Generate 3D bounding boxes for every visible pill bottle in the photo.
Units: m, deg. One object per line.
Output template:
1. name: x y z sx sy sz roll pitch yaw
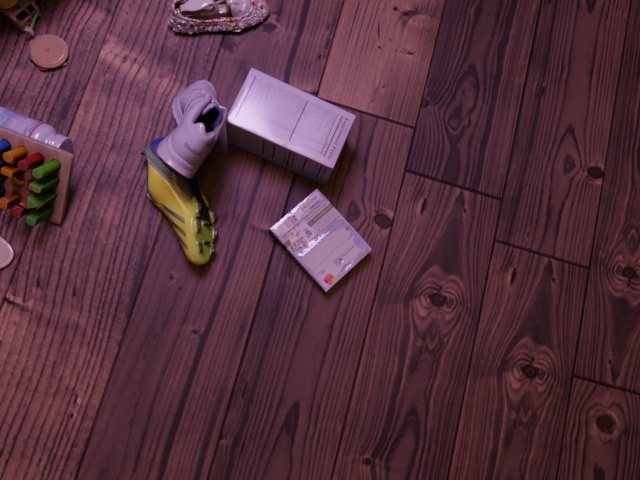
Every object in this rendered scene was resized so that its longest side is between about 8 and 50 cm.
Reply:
1. pill bottle: -0.609 -0.212 1.065 0.160 0.087 0.087 22 78 -5

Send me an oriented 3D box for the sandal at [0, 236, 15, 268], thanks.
1. sandal: -0.741 -0.011 1.015 0.240 0.079 0.088 28 78 -3

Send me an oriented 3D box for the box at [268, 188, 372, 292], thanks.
1. box: 0.000 0.000 1.145 0.145 0.038 0.186 -42 88 -12

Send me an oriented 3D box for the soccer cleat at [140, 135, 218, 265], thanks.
1. soccer cleat: -0.306 -0.080 1.100 0.121 0.093 0.288 -17 86 14

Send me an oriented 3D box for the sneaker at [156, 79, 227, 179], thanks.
1. sneaker: -0.239 -0.250 1.057 0.111 0.129 0.297 35 33 -33

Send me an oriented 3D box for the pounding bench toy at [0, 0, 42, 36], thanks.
1. pounding bench toy: -0.644 -0.495 1.125 0.083 0.052 0.065 39 77 0

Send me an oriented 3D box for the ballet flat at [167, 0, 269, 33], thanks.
1. ballet flat: -0.232 -0.528 1.180 0.241 0.077 0.091 -16 82 -11

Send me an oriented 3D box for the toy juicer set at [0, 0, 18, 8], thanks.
1. toy juicer set: -0.796 -0.455 1.036 0.209 0.089 0.328 30 75 16

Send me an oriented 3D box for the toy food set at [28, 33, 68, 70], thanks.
1. toy food set: -0.601 -0.416 1.134 0.084 0.020 0.082 -4 81 -10

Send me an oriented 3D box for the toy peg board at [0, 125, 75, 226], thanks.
1. toy peg board: -0.594 -0.118 1.015 0.161 0.079 0.161 21 115 -5

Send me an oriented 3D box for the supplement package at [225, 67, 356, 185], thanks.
1. supplement package: -0.068 -0.242 1.126 0.244 0.134 0.138 24 78 -4
